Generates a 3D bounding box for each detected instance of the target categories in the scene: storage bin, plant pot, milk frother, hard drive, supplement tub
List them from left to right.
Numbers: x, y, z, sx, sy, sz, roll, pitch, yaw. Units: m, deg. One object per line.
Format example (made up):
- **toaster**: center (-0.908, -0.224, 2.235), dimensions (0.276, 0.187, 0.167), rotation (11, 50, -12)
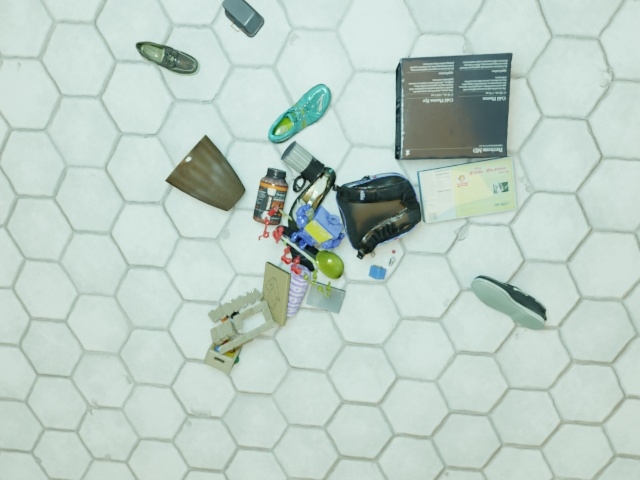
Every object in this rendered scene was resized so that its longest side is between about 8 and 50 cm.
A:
- **plant pot**: center (-0.388, -0.216, 1.502), dimensions (0.230, 0.215, 0.215), rotation (42, 102, -19)
- **storage bin**: center (-0.271, -0.763, 1.427), dimensions (0.135, 0.091, 0.098), rotation (42, 101, -3)
- **supplement tub**: center (-0.177, -0.160, 1.530), dimensions (0.106, 0.106, 0.198), rotation (14, 102, 2)
- **milk frother**: center (-0.085, -0.254, 1.486), dimensions (0.134, 0.129, 0.143), rotation (36, 95, -22)
- **hard drive**: center (0.021, 0.218, 1.631), dimensions (0.135, 0.022, 0.094), rotation (17, 102, 1)

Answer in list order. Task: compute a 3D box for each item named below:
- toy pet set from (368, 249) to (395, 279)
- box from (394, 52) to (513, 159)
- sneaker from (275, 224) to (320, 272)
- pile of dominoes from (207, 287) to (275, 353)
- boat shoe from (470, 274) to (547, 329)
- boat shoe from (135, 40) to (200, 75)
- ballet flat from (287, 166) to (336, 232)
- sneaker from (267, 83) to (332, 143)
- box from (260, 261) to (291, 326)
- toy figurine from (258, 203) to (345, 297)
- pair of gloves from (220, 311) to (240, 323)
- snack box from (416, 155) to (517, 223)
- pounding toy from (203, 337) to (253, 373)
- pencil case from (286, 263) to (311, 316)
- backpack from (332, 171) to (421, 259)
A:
- **toy pet set**: center (0.211, 0.081, 1.567), dimensions (0.122, 0.065, 0.114), rotation (13, 102, 2)
- **box**: center (0.422, -0.426, 1.394), dimensions (0.343, 0.179, 0.313), rotation (0, 100, 5)
- **sneaker**: center (-0.089, 0.044, 1.563), dimensions (0.234, 0.084, 0.097), rotation (40, 114, -16)
- **pile of dominoes**: center (-0.303, 0.306, 1.618), dimensions (0.251, 0.040, 0.196), rotation (-28, 53, 3)
- **boat shoe**: center (0.687, 0.210, 1.546), dimensions (0.302, 0.091, 0.114), rotation (36, 145, -4)
- **boat shoe**: center (-0.538, -0.638, 1.481), dimensions (0.223, 0.073, 0.080), rotation (19, 102, 1)
- **ballet flat**: center (-0.041, -0.144, 1.527), dimensions (0.095, 0.096, 0.281), rotation (30, 102, -3)
- **sneaker**: center (-0.072, -0.431, 1.467), dimensions (0.275, 0.110, 0.107), rotation (-40, 95, 10)
- **box**: center (-0.171, 0.197, 1.586), dimensions (0.021, 0.164, 0.201), rotation (-2, 105, -38)
- **toy figurine**: center (0.000, 0.000, 1.421), dimensions (0.362, 0.191, 0.217), rotation (44, 130, -17)
- **pair of gloves**: center (-0.361, 0.300, 1.683), dimensions (0.083, 0.010, 0.074), rotation (-14, 98, 4)
- **snack box**: center (0.515, -0.178, 1.495), dimensions (0.321, 0.060, 0.187), rotation (-8, 101, 6)
- **pounding toy**: center (-0.358, 0.431, 1.658), dimensions (0.141, 0.130, 0.100), rotation (22, 114, 0)
- **pencil case**: center (-0.102, 0.191, 1.583), dimensions (0.088, 0.086, 0.206), rotation (37, 121, 23)
- **backpack**: center (0.207, -0.110, 1.459), dimensions (0.263, 0.213, 0.277), rotation (-15, 106, 15)
